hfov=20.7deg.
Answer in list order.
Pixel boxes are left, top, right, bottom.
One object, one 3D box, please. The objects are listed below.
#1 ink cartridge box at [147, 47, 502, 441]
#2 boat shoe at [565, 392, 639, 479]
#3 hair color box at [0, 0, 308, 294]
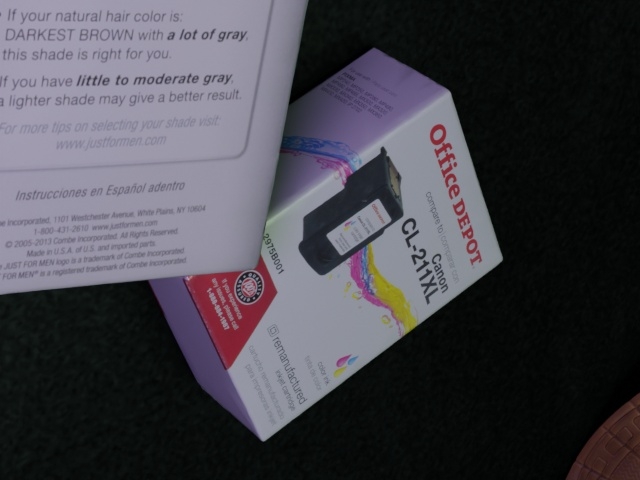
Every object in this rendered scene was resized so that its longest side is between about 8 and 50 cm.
[{"bbox_3d":[0.000,0.000,0.933,0.175,0.072,0.127,-36,130,-17],"label":"ink cartridge box"},{"bbox_3d":[0.216,0.207,1.204,0.096,0.098,0.277,22,108,-43],"label":"boat shoe"},{"bbox_3d":[-0.099,-0.170,0.736,0.185,0.113,0.374,-5,117,-36],"label":"hair color box"}]
